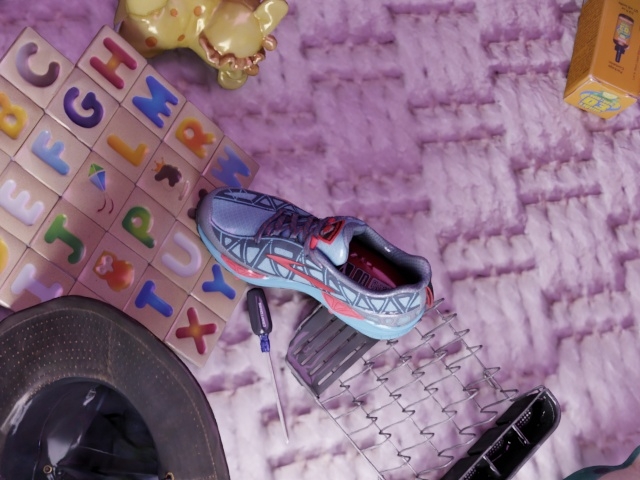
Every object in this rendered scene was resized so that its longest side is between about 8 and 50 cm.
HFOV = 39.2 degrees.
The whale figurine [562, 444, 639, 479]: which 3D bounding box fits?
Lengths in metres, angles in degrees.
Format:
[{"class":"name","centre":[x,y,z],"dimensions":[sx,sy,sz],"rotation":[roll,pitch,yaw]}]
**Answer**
[{"class":"whale figurine","centre":[0.351,0.318,0.981],"dimensions":[0.272,0.141,0.216],"rotation":[-8,96,-27]}]

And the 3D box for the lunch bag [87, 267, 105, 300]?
[{"class":"lunch bag","centre":[-0.262,0.042,0.895],"dimensions":[0.099,0.067,0.065],"rotation":[-1,75,-19]}]

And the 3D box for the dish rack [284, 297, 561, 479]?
[{"class":"dish rack","centre":[0.104,0.158,0.979],"dimensions":[0.208,0.074,0.271],"rotation":[-39,89,-24]}]

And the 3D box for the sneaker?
[{"class":"sneaker","centre":[0.000,0.000,0.919],"dimensions":[0.262,0.125,0.104],"rotation":[24,60,-3]}]

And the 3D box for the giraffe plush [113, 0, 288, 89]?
[{"class":"giraffe plush","centre":[-0.130,-0.256,0.981],"dimensions":[0.171,0.181,0.210],"rotation":[14,79,-22]}]

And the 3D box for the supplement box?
[{"class":"supplement box","centre":[0.390,-0.283,1.199],"dimensions":[0.078,0.080,0.233],"rotation":[22,67,-11]}]

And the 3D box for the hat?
[{"class":"hat","centre":[-0.187,0.214,0.812],"dimensions":[0.331,0.134,0.331],"rotation":[-1,87,25]}]

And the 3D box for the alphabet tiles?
[{"class":"alphabet tiles","centre":[-0.199,-0.032,0.888],"dimensions":[0.342,0.011,0.285],"rotation":[42,62,-31]}]

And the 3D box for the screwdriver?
[{"class":"screwdriver","centre":[-0.056,0.134,0.962],"dimensions":[0.025,0.024,0.169],"rotation":[3,74,-48]}]
